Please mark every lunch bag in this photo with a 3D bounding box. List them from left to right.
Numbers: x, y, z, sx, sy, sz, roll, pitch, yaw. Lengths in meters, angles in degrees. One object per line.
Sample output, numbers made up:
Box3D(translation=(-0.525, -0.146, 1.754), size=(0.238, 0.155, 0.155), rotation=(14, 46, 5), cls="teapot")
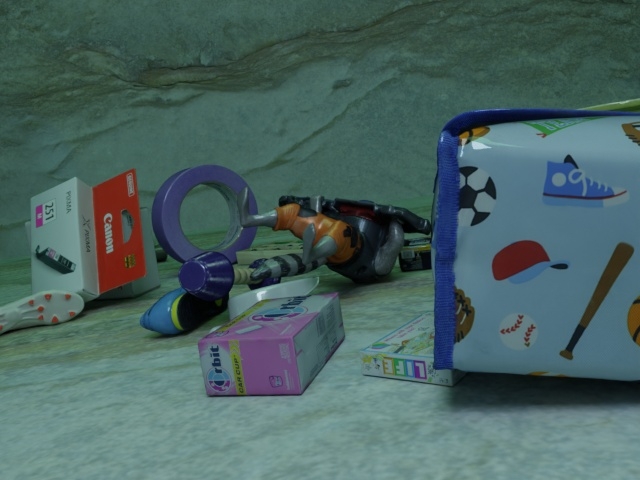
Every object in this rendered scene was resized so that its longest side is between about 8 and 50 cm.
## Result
Box3D(translation=(0.277, -0.019, 0.596), size=(0.327, 0.239, 0.385), rotation=(3, 7, 13), cls="lunch bag")

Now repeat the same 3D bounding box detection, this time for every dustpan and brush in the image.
Box3D(translation=(-0.105, 0.108, 0.854), size=(0.147, 0.061, 0.211), rotation=(-20, -8, 33), cls="dustpan and brush")

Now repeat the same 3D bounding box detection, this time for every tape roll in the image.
Box3D(translation=(-0.307, -0.064, 1.541), size=(0.274, 0.275, 0.090), rotation=(-13, 8, -34), cls="tape roll")

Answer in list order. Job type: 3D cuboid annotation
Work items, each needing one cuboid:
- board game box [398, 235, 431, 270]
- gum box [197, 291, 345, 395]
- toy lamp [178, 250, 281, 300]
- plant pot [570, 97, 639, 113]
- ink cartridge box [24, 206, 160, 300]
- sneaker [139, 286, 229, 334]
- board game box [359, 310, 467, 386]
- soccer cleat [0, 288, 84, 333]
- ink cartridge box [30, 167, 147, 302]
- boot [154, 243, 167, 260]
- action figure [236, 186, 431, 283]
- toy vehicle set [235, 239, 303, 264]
Box3D(translation=(0.247, 0.019, 1.148), size=(0.170, 0.048, 0.141), rotation=(-7, 5, 15), cls="board game box")
Box3D(translation=(-0.046, 0.113, 0.664), size=(0.107, 0.062, 0.188), rotation=(-6, 7, 18), cls="gum box")
Box3D(translation=(-0.146, 0.060, 0.948), size=(0.080, 0.080, 0.274), rotation=(-6, -7, 15), cls="toy lamp")
Box3D(translation=(0.518, -0.104, 0.967), size=(0.275, 0.254, 0.276), rotation=(-9, 7, 1), cls="plant pot")
Box3D(translation=(-0.527, 0.034, 1.333), size=(0.272, 0.197, 0.114), rotation=(-5, 8, 21), cls="ink cartridge box")
Box3D(translation=(-0.220, 0.102, 0.948), size=(0.082, 0.069, 0.209), rotation=(-10, 6, 17), cls="sneaker")
Box3D(translation=(0.128, 0.111, 0.620), size=(0.103, 0.026, 0.154), rotation=(-2, 9, 39), cls="board game box")
Box3D(translation=(-0.557, 0.136, 1.095), size=(0.196, 0.068, 0.076), rotation=(-14, 5, -20), cls="soccer cleat")
Box3D(translation=(-0.491, -0.010, 1.196), size=(0.238, 0.275, 0.060), rotation=(-22, -27, 14), cls="ink cartridge box")
Box3D(translation=(-0.588, 0.057, 1.803), size=(0.208, 0.076, 0.189), rotation=(-4, 7, -22), cls="boot")
Box3D(translation=(0.000, 0.000, 1.024), size=(0.341, 0.179, 0.330), rotation=(11, -3, 45), cls="action figure")
Box3D(translation=(-0.069, 0.028, 1.503), size=(0.266, 0.035, 0.166), rotation=(-3, 8, 37), cls="toy vehicle set")
